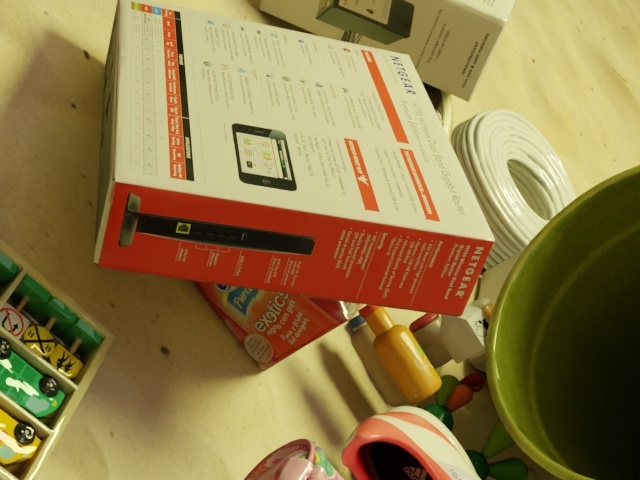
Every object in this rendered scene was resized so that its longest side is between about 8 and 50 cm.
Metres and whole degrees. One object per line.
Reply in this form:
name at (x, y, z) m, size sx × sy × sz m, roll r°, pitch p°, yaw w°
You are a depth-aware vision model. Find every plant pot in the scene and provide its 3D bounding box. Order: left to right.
plant pot at (0.417, 0.159, 1.093) m, size 0.353 × 0.366 × 0.366 m, roll 43°, pitch 35°, yaw -37°

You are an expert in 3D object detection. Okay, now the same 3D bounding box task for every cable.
cable at (0.265, -0.056, 1.457) m, size 0.257 × 0.089 × 0.257 m, roll 57°, pitch 34°, yaw 1°

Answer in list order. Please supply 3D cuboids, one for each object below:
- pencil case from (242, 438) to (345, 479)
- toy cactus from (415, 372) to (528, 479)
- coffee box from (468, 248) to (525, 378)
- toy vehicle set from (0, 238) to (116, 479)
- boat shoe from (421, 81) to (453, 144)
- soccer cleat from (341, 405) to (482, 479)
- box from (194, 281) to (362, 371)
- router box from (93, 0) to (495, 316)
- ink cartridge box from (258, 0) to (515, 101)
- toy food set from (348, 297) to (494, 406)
pencil case at (0.038, 0.298, 0.874) m, size 0.284 × 0.124 × 0.124 m, roll 50°, pitch 35°, yaw -8°
toy cactus at (0.124, 0.228, 1.074) m, size 0.180 × 0.112 × 0.219 m, roll 8°, pitch 57°, yaw -25°
coffee box at (0.330, 0.162, 1.333) m, size 0.297 × 0.119 × 0.168 m, roll 43°, pitch 37°, yaw -18°
toy vehicle set at (-0.284, 0.047, 0.757) m, size 0.267 × 0.035 × 0.166 m, roll 43°, pitch 36°, yaw -19°
boat shoe at (0.103, -0.139, 1.321) m, size 0.092 × 0.103 × 0.285 m, roll 22°, pitch 53°, yaw -46°
soccer cleat at (0.140, 0.273, 0.907) m, size 0.318 × 0.108 × 0.116 m, roll 46°, pitch 17°, yaw 20°
box at (0.000, 0.000, 1.062) m, size 0.128 × 0.122 × 0.257 m, roll 52°, pitch 35°, yaw -4°
router box at (-0.038, -0.085, 0.939) m, size 0.301 × 0.082 × 0.335 m, roll 9°, pitch 33°, yaw -15°
ink cartridge box at (0.096, -0.320, 1.340) m, size 0.289 × 0.121 × 0.211 m, roll 25°, pitch 37°, yaw 4°
toy food set at (0.101, 0.093, 1.119) m, size 0.104 × 0.111 × 0.232 m, roll 58°, pitch 35°, yaw 3°
